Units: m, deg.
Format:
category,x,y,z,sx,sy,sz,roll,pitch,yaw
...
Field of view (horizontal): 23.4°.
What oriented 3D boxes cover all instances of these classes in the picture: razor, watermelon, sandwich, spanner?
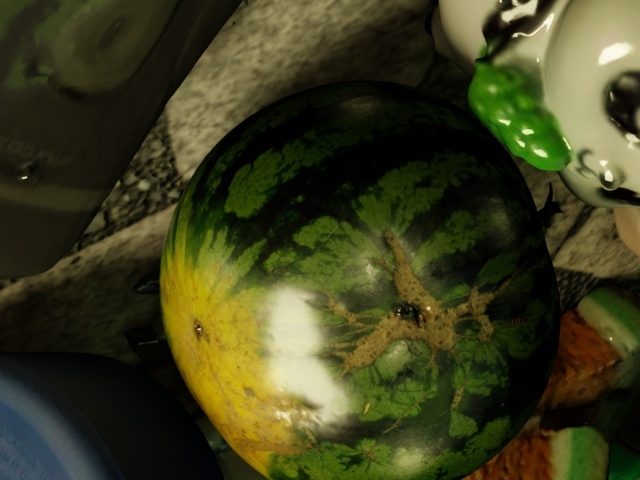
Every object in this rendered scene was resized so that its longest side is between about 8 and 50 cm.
category,x,y,z,sx,sy,sz,roll,pitch,yaw
razor,-0.129,-0.131,0.798,0.349,0.113,0.204,-49,144,14
watermelon,0.025,0.034,0.988,0.269,0.269,0.269,-23,142,-19
sandwich,0.186,0.177,1.372,0.301,0.162,0.250,-5,130,-40
spanner,0.000,0.000,1.135,0.315,0.024,0.087,-24,137,-16

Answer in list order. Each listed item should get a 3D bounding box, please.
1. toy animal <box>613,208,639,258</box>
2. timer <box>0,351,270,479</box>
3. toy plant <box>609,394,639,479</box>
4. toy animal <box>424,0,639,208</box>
category,x,y,z,sx,sy,sz,roll,pitch,yaw
toy animal,0.408,-0.010,1.258,0.269,0.237,0.326,-30,160,0
timer,-0.116,0.190,1.101,0.383,0.270,0.270,-8,138,-56
toy plant,0.331,0.174,1.548,0.143,0.105,0.200,-30,163,-30
toy animal,0.184,-0.125,0.944,0.212,0.267,0.212,-21,146,-15
